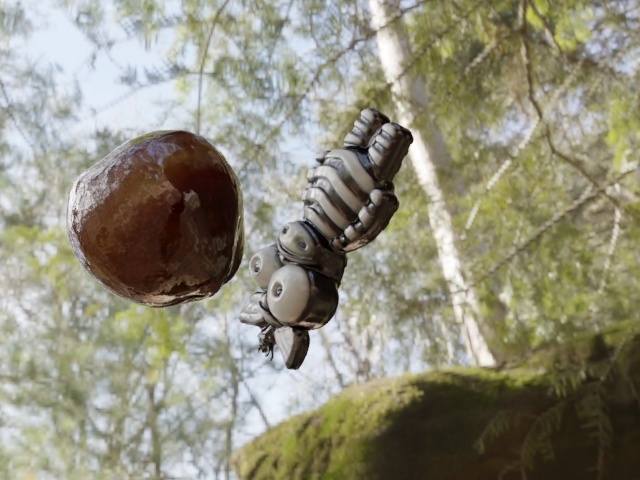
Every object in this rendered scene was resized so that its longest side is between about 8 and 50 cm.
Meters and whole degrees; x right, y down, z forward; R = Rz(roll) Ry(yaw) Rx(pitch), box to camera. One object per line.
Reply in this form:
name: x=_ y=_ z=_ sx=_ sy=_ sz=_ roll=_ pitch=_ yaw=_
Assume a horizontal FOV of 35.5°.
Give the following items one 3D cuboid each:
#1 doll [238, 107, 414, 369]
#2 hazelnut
doll: x=0.000 y=0.000 z=0.786 sx=0.067 sy=0.091 sz=0.219 roll=17 pitch=-73 yaw=-44
hazelnut: x=-0.150 y=-0.019 z=0.995 sx=0.178 sy=0.178 sz=0.204 roll=-11 pitch=-10 yaw=8
